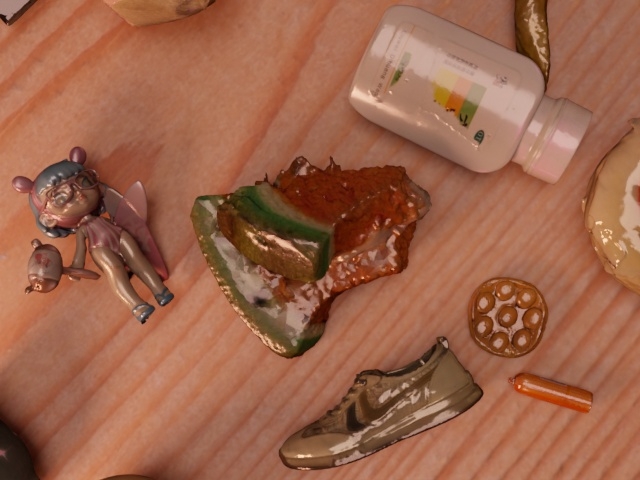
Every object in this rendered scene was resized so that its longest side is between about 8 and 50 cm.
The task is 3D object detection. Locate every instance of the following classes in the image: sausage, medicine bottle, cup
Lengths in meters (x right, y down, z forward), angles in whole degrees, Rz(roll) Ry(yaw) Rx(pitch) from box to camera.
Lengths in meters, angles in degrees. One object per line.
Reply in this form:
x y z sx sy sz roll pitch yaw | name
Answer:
0.298 0.197 1.024 0.107 0.031 0.031 15 87 9 | sausage
0.195 -0.183 1.027 0.296 0.111 0.161 28 107 6 | medicine bottle
-0.457 0.316 1.037 0.150 0.199 0.199 34 89 -9 | cup

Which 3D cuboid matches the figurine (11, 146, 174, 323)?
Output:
-0.317 0.010 1.065 0.205 0.103 0.260 -38 86 -24 | figurine

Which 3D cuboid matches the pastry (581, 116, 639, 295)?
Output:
0.455 -0.038 0.980 0.264 0.133 0.265 0 87 10 | pastry

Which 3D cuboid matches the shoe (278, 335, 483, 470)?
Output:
0.069 0.216 1.016 0.274 0.103 0.098 -23 82 -2 | shoe

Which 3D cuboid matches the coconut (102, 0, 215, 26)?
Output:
-0.219 -0.394 1.043 0.227 0.227 0.231 -29 82 3 | coconut

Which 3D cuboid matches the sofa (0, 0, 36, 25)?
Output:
-0.432 -0.393 1.151 0.147 0.060 0.085 -44 99 1 | sofa

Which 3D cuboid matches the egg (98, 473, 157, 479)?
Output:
-0.269 0.407 0.989 0.186 0.186 0.242 40 98 8 | egg

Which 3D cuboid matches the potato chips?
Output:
0.305 -0.403 1.063 0.080 0.057 0.407 10 86 4 | potato chips

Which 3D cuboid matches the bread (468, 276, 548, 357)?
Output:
0.248 0.102 1.040 0.109 0.024 0.110 -1 84 7 | bread

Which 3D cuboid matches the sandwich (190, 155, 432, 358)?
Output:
0.000 0.000 1.010 0.301 0.162 0.251 -26 87 6 | sandwich
